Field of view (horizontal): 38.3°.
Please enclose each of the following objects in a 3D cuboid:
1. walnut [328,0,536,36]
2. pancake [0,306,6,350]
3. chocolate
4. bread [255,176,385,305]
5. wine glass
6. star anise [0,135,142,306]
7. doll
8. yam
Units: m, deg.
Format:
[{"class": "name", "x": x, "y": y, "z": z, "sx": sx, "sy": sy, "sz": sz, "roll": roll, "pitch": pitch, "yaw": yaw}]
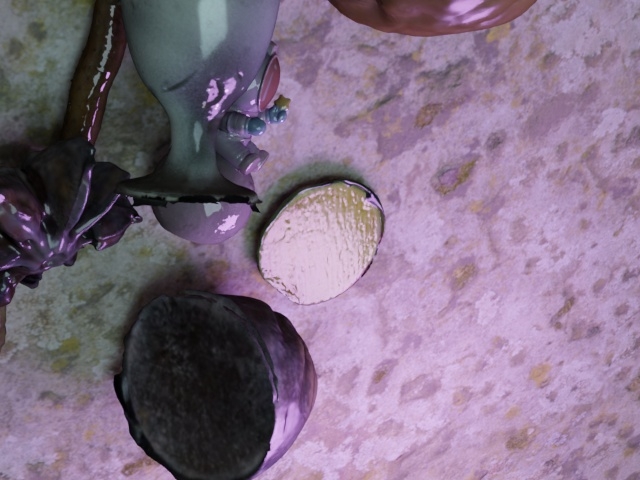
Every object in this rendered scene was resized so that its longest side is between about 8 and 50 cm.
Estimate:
[{"class": "walnut", "x": 0.129, "y": -0.413, "z": 1.037, "sx": 0.384, "sy": 0.383, "sz": 0.383, "roll": -15, "pitch": 126, "yaw": -21}, {"class": "pancake", "x": -0.526, "y": 0.124, "z": 1.234, "sx": 0.222, "sy": 0.042, "sz": 0.236, "roll": 34, "pitch": 99, "yaw": -38}, {"class": "chocolate", "x": -0.128, "y": 0.205, "z": 1.393, "sx": 0.213, "sy": 0.303, "sz": 0.303, "roll": -8, "pitch": 128, "yaw": -57}, {"class": "bread", "x": 0.000, "y": 0.000, "z": 1.459, "sx": 0.229, "sy": 0.033, "sz": 0.228, "roll": -16, "pitch": 128, "yaw": -22}, {"class": "wine glass", "x": -0.141, "y": -0.212, "z": 1.059, "sx": 0.191, "sy": 0.190, "sz": 0.356, "roll": -3, "pitch": 101, "yaw": -28}, {"class": "star anise", "x": -0.377, "y": -0.020, "z": 1.128, "sx": 0.359, "sy": 0.139, "sz": 0.315, "roll": -14, "pitch": 146, "yaw": -51}, {"class": "doll", "x": -0.131, "y": -0.140, "z": 1.230, "sx": 0.151, "sy": 0.151, "sz": 0.287, "roll": 10, "pitch": 107, "yaw": -34}, {"class": "yam", "x": -0.285, "y": -0.200, "z": 1.153, "sx": 0.057, "sy": 0.057, "sz": 0.241, "roll": 7, "pitch": 118, "yaw": -33}]
